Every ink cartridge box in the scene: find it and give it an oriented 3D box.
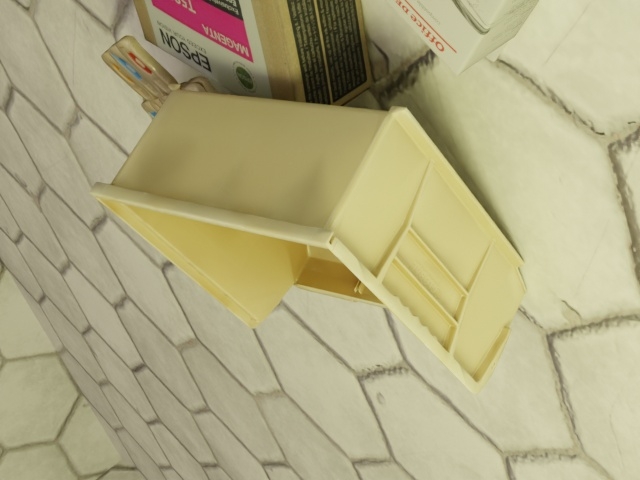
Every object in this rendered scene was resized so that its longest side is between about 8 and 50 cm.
[{"bbox_3d":[-0.075,-0.224,0.917,0.235,0.088,0.193,33,149,37],"label":"ink cartridge box"},{"bbox_3d":[0.090,-0.180,0.704,0.104,0.060,0.180,48,156,10],"label":"ink cartridge box"}]

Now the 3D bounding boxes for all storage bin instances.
[{"bbox_3d":[0.000,0.000,0.914,0.262,0.123,0.260,11,155,41],"label":"storage bin"}]

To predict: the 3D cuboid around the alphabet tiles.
[{"bbox_3d":[-0.107,-0.106,1.132,0.278,0.021,0.284,43,171,-16],"label":"alphabet tiles"}]
